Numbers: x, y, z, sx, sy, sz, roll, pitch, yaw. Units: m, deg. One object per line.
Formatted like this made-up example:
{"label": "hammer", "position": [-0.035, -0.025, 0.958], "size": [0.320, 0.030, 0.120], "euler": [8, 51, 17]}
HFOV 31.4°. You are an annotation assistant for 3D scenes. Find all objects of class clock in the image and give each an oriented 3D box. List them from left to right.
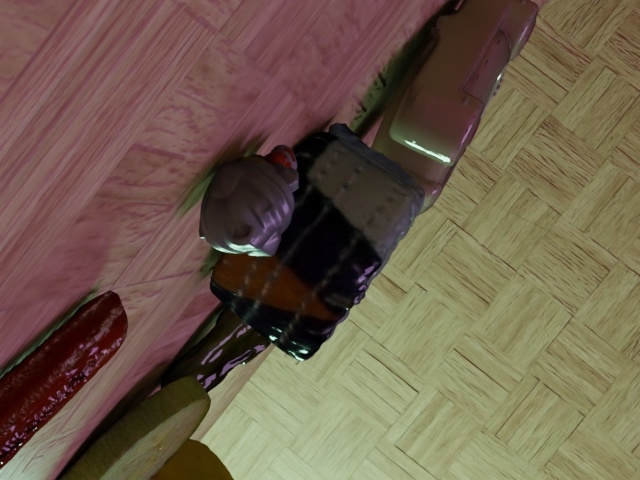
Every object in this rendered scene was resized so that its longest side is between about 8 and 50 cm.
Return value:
{"label": "clock", "position": [0.152, -0.157, 1.475], "size": [0.284, 0.114, 0.309], "euler": [-60, 174, -36]}

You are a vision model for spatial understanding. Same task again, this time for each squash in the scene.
{"label": "squash", "position": [-0.235, 0.266, 1.404], "size": [0.252, 0.049, 0.252], "euler": [-42, 169, -10]}

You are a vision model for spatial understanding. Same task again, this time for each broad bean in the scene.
{"label": "broad bean", "position": [-0.128, 0.141, 1.539], "size": [0.206, 0.072, 0.153], "euler": [-47, 161, -34]}

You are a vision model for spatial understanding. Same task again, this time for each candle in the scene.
{"label": "candle", "position": [-0.220, 0.131, 0.710], "size": [0.051, 0.048, 0.329], "euler": [-37, -173, 43]}

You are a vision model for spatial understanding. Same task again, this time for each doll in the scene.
{"label": "doll", "position": [-0.053, -0.036, 0.912], "size": [0.094, 0.079, 0.180], "euler": [-28, -164, 15]}

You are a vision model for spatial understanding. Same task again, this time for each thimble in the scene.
{"label": "thimble", "position": [0.000, 0.000, 1.207], "size": [0.237, 0.150, 0.237], "euler": [-52, 176, -6]}

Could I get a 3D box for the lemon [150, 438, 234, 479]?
{"label": "lemon", "position": [-0.242, 0.423, 1.687], "size": [0.219, 0.240, 0.240], "euler": [-19, 157, -32]}
